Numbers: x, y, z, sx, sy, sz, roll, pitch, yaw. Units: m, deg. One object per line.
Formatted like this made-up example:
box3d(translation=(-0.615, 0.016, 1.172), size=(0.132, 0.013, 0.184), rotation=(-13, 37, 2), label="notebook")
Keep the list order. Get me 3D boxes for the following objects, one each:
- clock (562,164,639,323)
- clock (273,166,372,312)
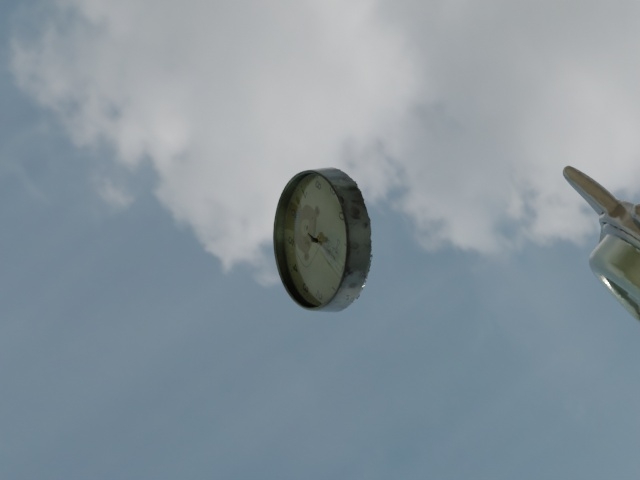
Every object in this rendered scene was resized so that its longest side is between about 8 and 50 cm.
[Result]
box3d(translation=(0.300, 0.056, 0.960), size=(0.324, 0.265, 0.108), rotation=(41, -86, -18), label="clock")
box3d(translation=(0.000, 0.000, 0.835), size=(0.085, 0.017, 0.085), rotation=(7, -82, 58), label="clock")
